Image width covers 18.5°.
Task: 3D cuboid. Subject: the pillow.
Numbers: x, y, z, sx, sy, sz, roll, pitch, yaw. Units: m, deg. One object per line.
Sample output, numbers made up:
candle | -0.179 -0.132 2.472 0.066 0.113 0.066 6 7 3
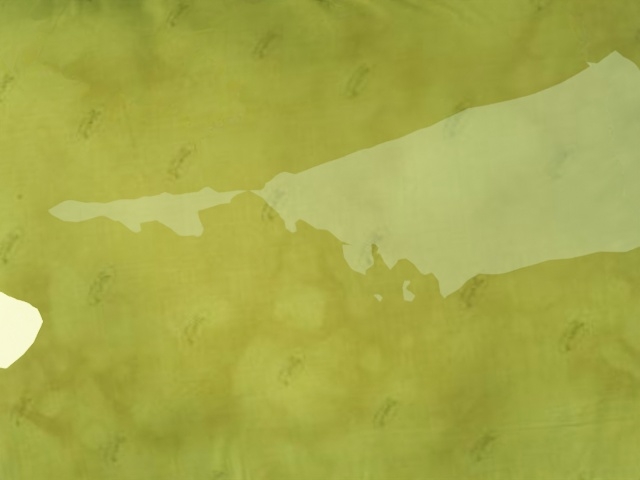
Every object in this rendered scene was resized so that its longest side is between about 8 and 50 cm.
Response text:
pillow | 0.000 0.000 0.520 0.303 0.075 0.184 -6 87 10
